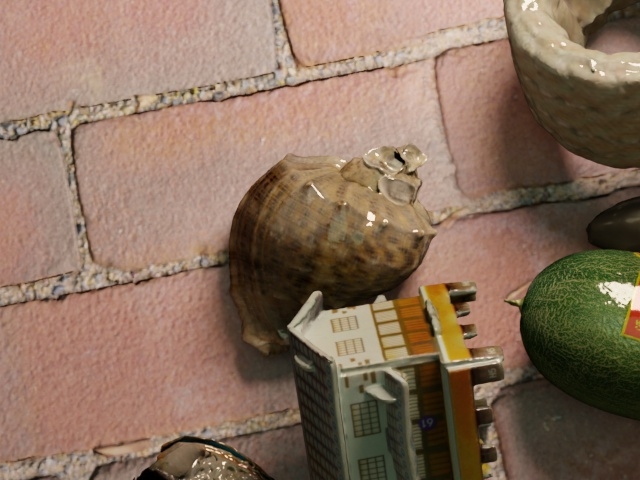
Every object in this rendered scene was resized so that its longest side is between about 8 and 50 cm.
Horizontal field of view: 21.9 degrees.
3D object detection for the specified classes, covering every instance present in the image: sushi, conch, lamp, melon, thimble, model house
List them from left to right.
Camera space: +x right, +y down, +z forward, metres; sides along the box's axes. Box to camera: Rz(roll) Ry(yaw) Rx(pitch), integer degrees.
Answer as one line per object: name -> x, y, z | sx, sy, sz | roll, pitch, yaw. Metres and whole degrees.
sushi -> -0.065, 0.304, 1.821 | 0.273, 0.134, 0.109 | 14, 52, 12
conch -> 0.001, -0.005, 1.851 | 0.210, 0.159, 0.291 | 40, 85, 8
model house -> 0.084, 0.171, 1.761 | 0.215, 0.198, 0.224 | -10, 117, -3
melon -> 0.340, 0.102, 1.802 | 0.288, 0.182, 0.182 | 14, 80, 7
thimble -> 0.354, -0.231, 1.824 | 0.292, 0.195, 0.291 | -9, 61, 17
lamp -> 0.426, -0.018, 1.862 | 0.250, 0.101, 0.101 | -1, 79, 7
